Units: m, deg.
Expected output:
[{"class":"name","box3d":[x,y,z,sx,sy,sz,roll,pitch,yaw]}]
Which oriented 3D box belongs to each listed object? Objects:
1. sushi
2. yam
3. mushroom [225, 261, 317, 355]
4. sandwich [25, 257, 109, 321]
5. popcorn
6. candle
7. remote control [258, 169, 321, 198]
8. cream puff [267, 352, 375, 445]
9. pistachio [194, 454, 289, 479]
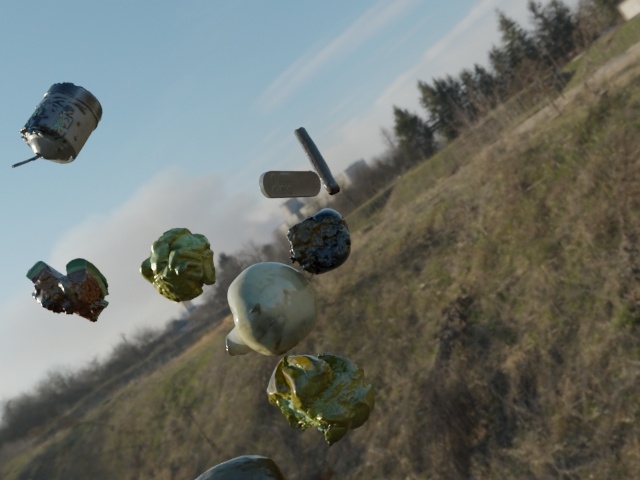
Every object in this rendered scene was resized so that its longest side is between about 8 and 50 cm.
[{"class":"sushi","box3d":[-0.007,0.001,2.242,0.200,0.213,0.204,-10,-12,-2]},{"class":"yam","box3d":[-0.012,-0.245,2.142,0.046,0.264,0.046,-22,-29,-13]},{"class":"mushroom","box3d":[-0.185,0.239,2.220,0.336,0.314,0.314,-42,-4,36]},{"class":"sandwich","box3d":[-0.713,0.127,2.004,0.162,0.250,0.301,-57,15,-7]},{"class":"popcorn","box3d":[-0.359,0.063,1.773,0.185,0.187,0.167,-45,-32,18]},{"class":"candle","box3d":[-0.821,-0.332,2.161,0.187,0.187,0.330,-36,29,52]},{"class":"remote control","box3d":[-0.082,-0.158,1.962,0.022,0.077,0.245,-7,0,40]},{"class":"cream puff","box3d":[0.008,0.450,2.170,0.274,0.270,0.323,-35,22,-34]},{"class":"pistachio","box3d":[-0.217,0.685,1.945,0.260,0.163,0.212,7,-21,-41]}]
